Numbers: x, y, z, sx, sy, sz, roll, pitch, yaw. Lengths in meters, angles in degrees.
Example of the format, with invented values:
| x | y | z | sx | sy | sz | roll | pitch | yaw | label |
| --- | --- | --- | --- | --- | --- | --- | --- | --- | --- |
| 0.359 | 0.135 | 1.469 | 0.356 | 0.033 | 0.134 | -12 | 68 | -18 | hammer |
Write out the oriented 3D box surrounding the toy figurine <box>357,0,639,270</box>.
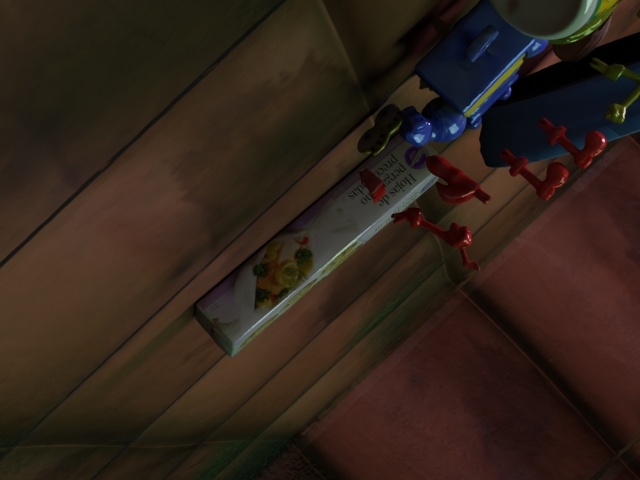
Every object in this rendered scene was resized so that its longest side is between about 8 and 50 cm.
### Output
| x | y | z | sx | sy | sz | roll | pitch | yaw | label |
| --- | --- | --- | --- | --- | --- | --- | --- | --- | --- |
| 0.190 | -0.164 | 1.572 | 0.362 | 0.191 | 0.217 | -44 | 166 | -3 | toy figurine |

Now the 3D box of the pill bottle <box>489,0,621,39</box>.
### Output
| x | y | z | sx | sy | sz | roll | pitch | yaw | label |
| --- | --- | --- | --- | --- | --- | --- | --- | --- | --- |
| 0.249 | -0.271 | 1.511 | 0.208 | 0.117 | 0.117 | -35 | 168 | -41 | pill bottle |

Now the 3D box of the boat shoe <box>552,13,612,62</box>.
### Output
| x | y | z | sx | sy | sz | roll | pitch | yaw | label |
| --- | --- | --- | --- | --- | --- | --- | --- | --- | --- |
| 0.314 | -0.276 | 1.937 | 0.059 | 0.063 | 0.170 | -28 | 153 | -49 | boat shoe |

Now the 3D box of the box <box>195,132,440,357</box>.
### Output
| x | y | z | sx | sy | sz | roll | pitch | yaw | label |
| --- | --- | --- | --- | --- | --- | --- | --- | --- | --- |
| 0.000 | 0.000 | 1.839 | 0.324 | 0.063 | 0.067 | -40 | 171 | -16 | box |

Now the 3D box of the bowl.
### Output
| x | y | z | sx | sy | sz | roll | pitch | yaw | label |
| --- | --- | --- | --- | --- | --- | --- | --- | --- | --- |
| 0.371 | -0.194 | 2.004 | 0.391 | 0.077 | 0.391 | -21 | -173 | 3 | bowl |
